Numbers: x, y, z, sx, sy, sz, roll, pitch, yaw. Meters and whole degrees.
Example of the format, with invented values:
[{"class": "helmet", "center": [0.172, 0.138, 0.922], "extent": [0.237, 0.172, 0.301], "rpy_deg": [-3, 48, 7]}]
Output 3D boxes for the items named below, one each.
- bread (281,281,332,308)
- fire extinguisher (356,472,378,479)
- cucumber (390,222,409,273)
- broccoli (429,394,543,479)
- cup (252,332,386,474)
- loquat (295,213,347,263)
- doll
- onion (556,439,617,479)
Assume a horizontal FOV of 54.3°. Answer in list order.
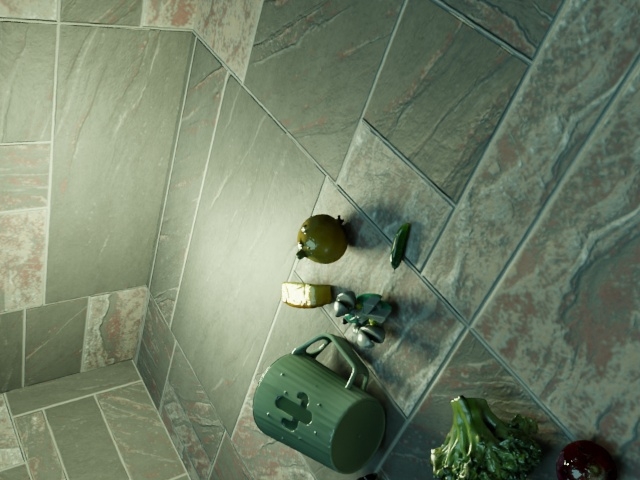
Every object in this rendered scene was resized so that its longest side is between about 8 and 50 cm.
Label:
[{"class": "bread", "center": [-0.052, 0.195, 2.246], "extent": [0.245, 0.102, 0.094], "rpy_deg": [-2, 90, 52]}, {"class": "fire extinguisher", "center": [0.135, 0.904, 2.131], "extent": [0.102, 0.138, 0.344], "rpy_deg": [32, 125, 28]}, {"class": "cucumber", "center": [0.234, 0.020, 1.868], "extent": [0.039, 0.039, 0.168], "rpy_deg": [36, 123, 44]}, {"class": "broccoli", "center": [0.412, 0.510, 1.598], "extent": [0.288, 0.248, 0.246], "rpy_deg": [-11, 81, 10]}, {"class": "cup", "center": [-0.006, 0.541, 2.103], "extent": [0.392, 0.310, 0.401], "rpy_deg": [16, 113, 45]}, {"class": "loquat", "center": [0.000, 0.000, 2.051], "extent": [0.172, 0.204, 0.149], "rpy_deg": [51, 155, 18]}, {"class": "doll", "center": [0.131, 0.253, 1.986], "extent": [0.195, 0.153, 0.258], "rpy_deg": [32, 154, 13]}, {"class": "onion", "center": [0.606, 0.521, 1.422], "extent": [0.131, 0.131, 0.131], "rpy_deg": [17, 112, 51]}]
